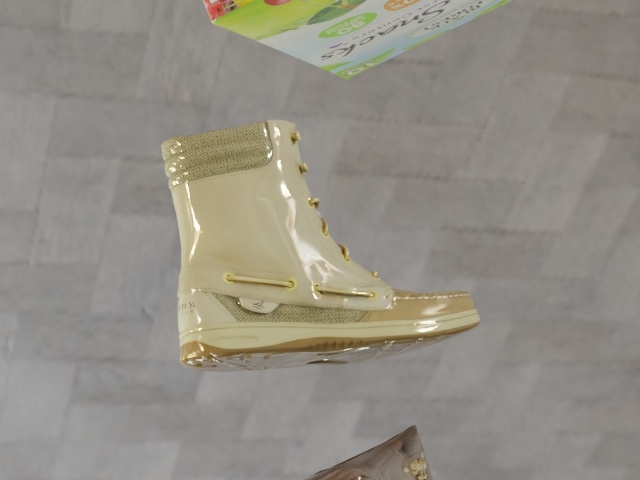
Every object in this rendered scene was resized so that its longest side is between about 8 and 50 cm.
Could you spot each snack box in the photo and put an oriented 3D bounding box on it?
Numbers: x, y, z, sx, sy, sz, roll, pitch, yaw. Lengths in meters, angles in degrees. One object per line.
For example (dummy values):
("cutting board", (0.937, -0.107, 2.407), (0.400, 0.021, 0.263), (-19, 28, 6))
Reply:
("snack box", (0.027, -0.095, 0.466), (0.100, 0.037, 0.141), (-22, 173, 15))

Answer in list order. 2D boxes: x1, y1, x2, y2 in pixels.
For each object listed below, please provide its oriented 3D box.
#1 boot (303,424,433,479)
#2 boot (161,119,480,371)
("boot", (-0.003, 0.097, 0.455), (0.114, 0.037, 0.106), (-36, 162, 15))
("boot", (0.000, 0.000, 1.210), (0.262, 0.203, 0.095), (-3, 163, -19))
